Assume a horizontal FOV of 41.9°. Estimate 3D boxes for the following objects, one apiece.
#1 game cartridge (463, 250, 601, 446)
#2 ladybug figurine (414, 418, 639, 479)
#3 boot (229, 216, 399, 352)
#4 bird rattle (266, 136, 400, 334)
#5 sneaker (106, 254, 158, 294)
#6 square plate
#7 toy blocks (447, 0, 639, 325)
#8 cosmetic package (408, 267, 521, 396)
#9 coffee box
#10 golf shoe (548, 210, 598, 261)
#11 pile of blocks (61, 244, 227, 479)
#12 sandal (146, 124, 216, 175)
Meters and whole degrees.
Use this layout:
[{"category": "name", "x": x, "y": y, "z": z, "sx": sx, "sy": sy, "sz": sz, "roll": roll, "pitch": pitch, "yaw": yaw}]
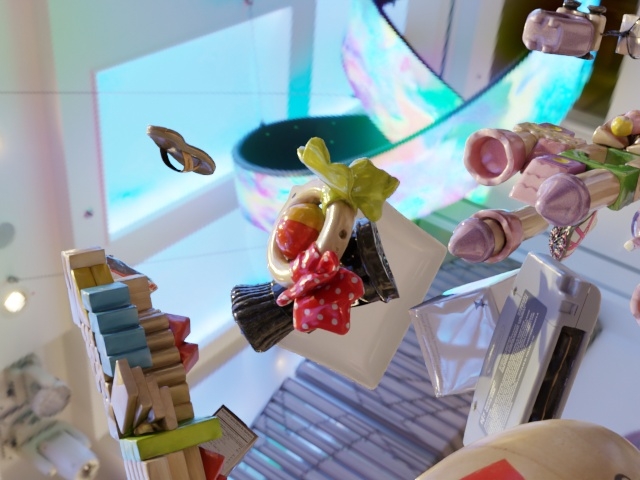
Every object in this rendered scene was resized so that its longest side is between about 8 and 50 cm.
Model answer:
[{"category": "game cartridge", "x": 0.269, "y": 0.170, "z": 1.099, "sx": 0.198, "sy": 0.062, "sz": 0.297, "roll": -85, "pitch": 12, "yaw": -79}, {"category": "ladybug figurine", "x": 0.156, "y": 0.368, "z": 0.761, "sx": 0.305, "sy": 0.162, "sz": 0.449, "roll": 43, "pitch": -91, "yaw": -18}, {"category": "boot", "x": -0.018, "y": 0.079, "z": 1.318, "sx": 0.260, "sy": 0.131, "sz": 0.348, "roll": -20, "pitch": -10, "yaw": -3}, {"category": "bird rattle", "x": 0.000, "y": 0.000, "z": 1.134, "sx": 0.143, "sy": 0.207, "sz": 0.253, "roll": 17, "pitch": -98, "yaw": -30}, {"category": "sneaker", "x": -0.280, "y": 0.045, "z": 1.153, "sx": 0.061, "sy": 0.064, "sz": 0.158, "roll": -32, "pitch": -22, "yaw": 9}, {"category": "square plate", "x": 0.082, "y": 0.098, "z": 1.671, "sx": 0.347, "sy": 0.049, "sz": 0.344, "roll": 33, "pitch": -97, "yaw": -46}, {"category": "toy blocks", "x": 0.281, "y": -0.077, "z": 0.884, "sx": 0.260, "sy": 0.289, "sz": 0.308, "roll": -16, "pitch": -58, "yaw": -45}, {"category": "cosmetic package", "x": 0.265, "y": 0.144, "z": 1.342, "sx": 0.184, "sy": 0.151, "sz": 0.151, "roll": -14, "pitch": -95, "yaw": -54}, {"category": "coffee box", "x": -0.241, "y": 0.443, "z": 1.560, "sx": 0.246, "sy": 0.098, "sz": 0.141, "roll": -43, "pitch": -10, "yaw": -40}, {"category": "golf shoe", "x": 0.526, "y": -0.024, "z": 1.706, "sx": 0.086, "sy": 0.067, "sz": 0.186, "roll": -3, "pitch": -43, "yaw": -13}, {"category": "pile of blocks", "x": -0.167, "y": 0.135, "z": 0.869, "sx": 0.113, "sy": 0.362, "sz": 0.149, "roll": -12, "pitch": -30, "yaw": -26}, {"category": "sandal", "x": -0.244, "y": -0.144, "z": 1.437, "sx": 0.180, "sy": 0.072, "sz": 0.049, "roll": 41, "pitch": -120, "yaw": -63}]
